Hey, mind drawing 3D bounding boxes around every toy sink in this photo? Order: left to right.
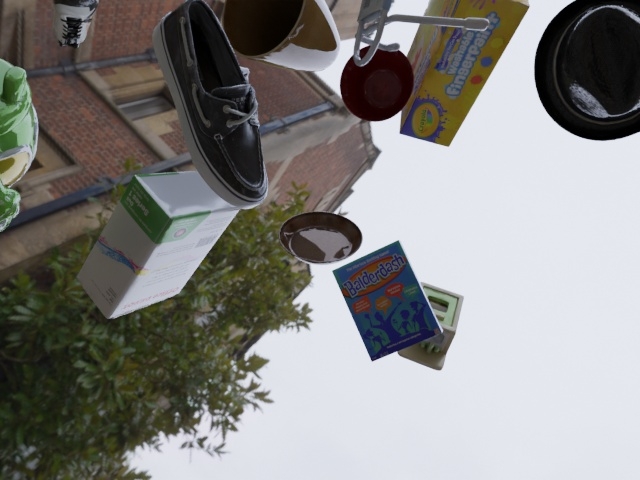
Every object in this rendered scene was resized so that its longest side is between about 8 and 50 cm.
[{"bbox_3d":[0.356,0.269,1.630,0.153,0.234,0.131,19,-44,12],"label":"toy sink"}]

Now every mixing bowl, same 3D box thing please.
[{"bbox_3d":[0.146,-0.382,1.256,0.181,0.098,0.181,2,-82,16],"label":"mixing bowl"}]

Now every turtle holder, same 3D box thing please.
[{"bbox_3d":[-0.579,-0.178,0.847,0.320,0.243,0.227,26,-43,9],"label":"turtle holder"}]

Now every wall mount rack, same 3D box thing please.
[{"bbox_3d":[0.181,-0.474,0.898,0.304,0.131,0.350,-151,-106,-66],"label":"wall mount rack"}]

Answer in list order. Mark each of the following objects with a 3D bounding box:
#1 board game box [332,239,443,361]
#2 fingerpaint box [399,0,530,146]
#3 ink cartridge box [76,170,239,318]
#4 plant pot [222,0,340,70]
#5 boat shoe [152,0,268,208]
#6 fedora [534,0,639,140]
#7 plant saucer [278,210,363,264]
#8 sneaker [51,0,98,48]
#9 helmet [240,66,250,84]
[{"bbox_3d":[0.139,0.126,1.069,0.160,0.047,0.210,-26,-100,12],"label":"board game box"},{"bbox_3d":[0.366,-0.544,1.360,0.163,0.371,0.445,14,-36,-4],"label":"fingerpaint box"},{"bbox_3d":[-0.319,0.004,1.001,0.117,0.201,0.278,47,-63,13],"label":"ink cartridge box"},{"bbox_3d":[-0.066,-0.512,1.229,0.237,0.254,0.237,-3,-96,31],"label":"plant pot"},{"bbox_3d":[-0.139,-0.193,0.735,0.102,0.108,0.301,-13,-80,46],"label":"boat shoe"},{"bbox_3d":[0.625,-0.383,1.107,0.334,0.152,0.334,7,-75,26],"label":"fedora"},{"bbox_3d":[0.000,0.000,1.197,0.199,0.198,0.036,22,-48,24],"label":"plant saucer"},{"bbox_3d":[-0.234,-0.211,0.483,0.109,0.040,0.043,18,-74,62],"label":"sneaker"},{"bbox_3d":[-0.263,-0.383,1.329,0.162,0.169,0.169,-9,-65,-10],"label":"helmet"}]
